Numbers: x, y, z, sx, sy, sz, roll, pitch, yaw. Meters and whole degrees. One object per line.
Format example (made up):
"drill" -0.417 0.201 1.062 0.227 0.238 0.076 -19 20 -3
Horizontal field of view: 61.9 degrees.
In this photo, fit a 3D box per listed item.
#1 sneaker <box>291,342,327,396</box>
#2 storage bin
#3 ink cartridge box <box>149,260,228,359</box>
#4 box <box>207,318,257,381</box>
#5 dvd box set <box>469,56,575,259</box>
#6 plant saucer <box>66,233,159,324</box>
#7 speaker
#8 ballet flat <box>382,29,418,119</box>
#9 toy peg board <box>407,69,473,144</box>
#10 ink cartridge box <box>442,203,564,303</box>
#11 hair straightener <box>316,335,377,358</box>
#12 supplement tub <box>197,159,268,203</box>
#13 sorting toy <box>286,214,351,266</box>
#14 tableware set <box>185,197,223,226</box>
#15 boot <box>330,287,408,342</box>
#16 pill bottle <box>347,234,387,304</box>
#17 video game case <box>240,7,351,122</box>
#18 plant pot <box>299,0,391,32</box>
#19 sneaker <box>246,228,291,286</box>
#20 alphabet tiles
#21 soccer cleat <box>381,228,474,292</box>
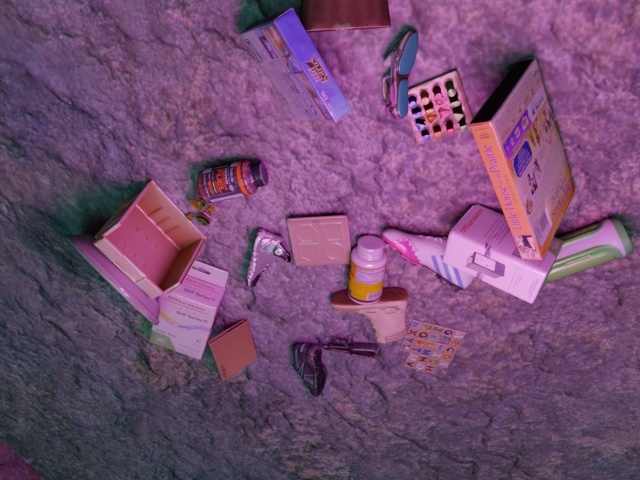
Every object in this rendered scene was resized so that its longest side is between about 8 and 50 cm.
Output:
"sneaker" -0.042 0.487 2.040 0.106 0.101 0.267 9 126 25
"storage bin" -0.519 0.000 1.646 0.123 0.260 0.262 -25 118 26
"ink cartridge box" -0.467 0.239 1.884 0.207 0.119 0.353 20 124 -4
"box" -0.322 0.408 1.982 0.021 0.164 0.201 28 138 43
"dvd box set" 0.532 -0.204 1.363 0.062 0.307 0.420 1 132 46
"plant saucer" -0.643 0.105 1.737 0.100 0.400 0.400 -45 117 -18
"speaker" 0.756 0.038 1.599 0.297 0.131 0.131 -24 118 21
"ballet flat" 0.196 -0.425 1.374 0.079 0.077 0.221 22 117 38
"toy peg board" 0.311 -0.340 1.419 0.161 0.079 0.161 -19 120 18
"ink cartridge box" 0.516 0.029 1.516 0.273 0.198 0.114 27 131 24
"hair straightener" 0.099 0.377 1.968 0.231 0.047 0.089 12 125 4
"supplement tub" -0.257 -0.178 1.583 0.198 0.106 0.106 -11 122 14
"sorting toy" 0.000 0.000 1.721 0.193 0.038 0.208 -3 129 9
"tableware set" -0.376 -0.085 1.670 0.104 0.024 0.154 41 148 -21
"boot" 0.173 0.263 1.847 0.262 0.095 0.203 -5 125 5
"pill bottle" 0.150 0.094 1.714 0.117 0.117 0.214 6 125 3
"video game case" -0.064 -0.421 1.319 0.061 0.244 0.269 -41 117 -11
"plant pot" 0.050 -0.601 1.212 0.216 0.215 0.230 -1 110 8
"sneaker" -0.167 0.075 1.761 0.132 0.086 0.228 13 124 -5
"alphabet tiles" 0.397 0.396 1.960 0.198 0.009 0.237 13 125 -3
"soccer cleat" 0.349 0.028 1.665 0.331 0.116 0.143 31 100 -12
